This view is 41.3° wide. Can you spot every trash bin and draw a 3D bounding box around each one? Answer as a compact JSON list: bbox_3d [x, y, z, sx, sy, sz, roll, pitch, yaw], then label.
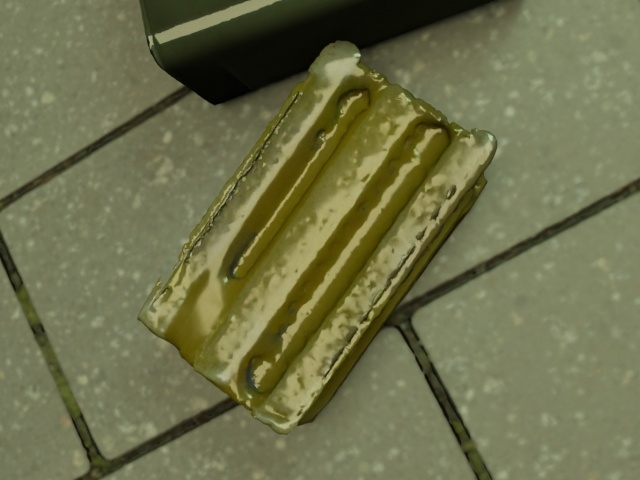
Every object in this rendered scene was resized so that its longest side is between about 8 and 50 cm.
[{"bbox_3d":[0.002,-0.213,0.561,0.240,0.122,0.164,-17,82,10],"label":"trash bin"}]

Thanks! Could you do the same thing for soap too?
[{"bbox_3d":[0.000,0.000,0.568,0.135,0.076,0.233,36,94,14],"label":"soap"}]
